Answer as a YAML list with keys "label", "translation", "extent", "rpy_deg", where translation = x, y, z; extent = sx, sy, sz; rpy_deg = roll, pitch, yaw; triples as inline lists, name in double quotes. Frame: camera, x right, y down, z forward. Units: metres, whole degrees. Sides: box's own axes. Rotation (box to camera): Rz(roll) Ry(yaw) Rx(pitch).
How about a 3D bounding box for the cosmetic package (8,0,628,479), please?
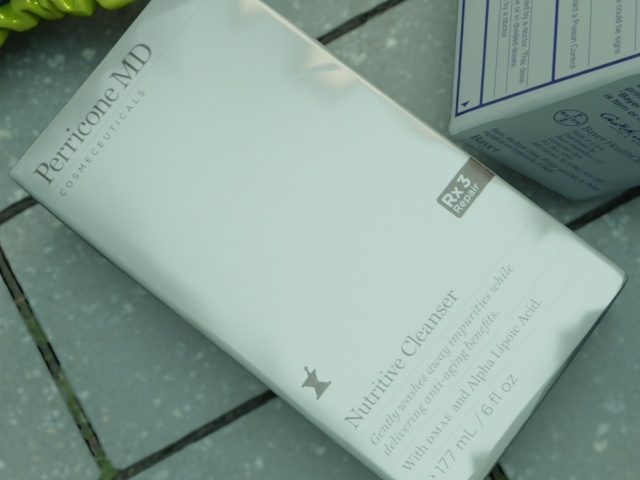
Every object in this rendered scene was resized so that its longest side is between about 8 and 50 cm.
- label: "cosmetic package"
  translation: [0.000, 0.000, 1.130]
  extent: [0.385, 0.156, 0.217]
  rpy_deg: [36, 86, 9]

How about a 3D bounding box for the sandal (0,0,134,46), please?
- label: "sandal"
  translation: [-0.256, -0.210, 1.154]
  extent: [0.317, 0.138, 0.126]
  rpy_deg: [-21, 39, 27]

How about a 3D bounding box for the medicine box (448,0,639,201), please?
- label: "medicine box"
  translation: [0.243, -0.195, 1.055]
  extent: [0.289, 0.149, 0.263]
  rpy_deg: [-15, 61, 43]
